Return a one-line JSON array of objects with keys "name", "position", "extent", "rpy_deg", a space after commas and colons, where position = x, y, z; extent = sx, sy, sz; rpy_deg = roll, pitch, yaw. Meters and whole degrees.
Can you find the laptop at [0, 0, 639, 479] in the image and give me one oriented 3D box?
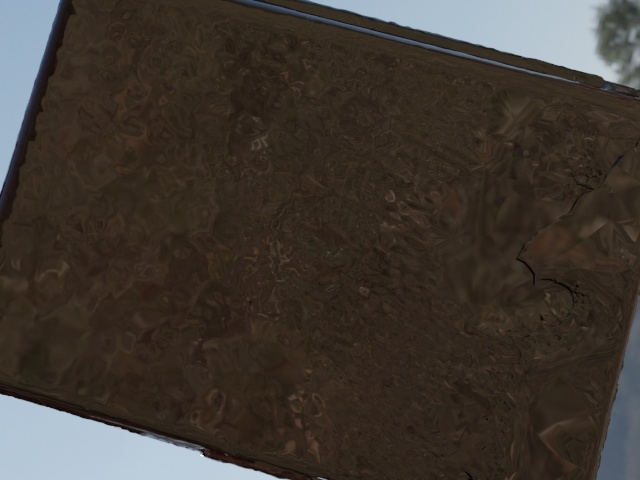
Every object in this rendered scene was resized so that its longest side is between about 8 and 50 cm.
[{"name": "laptop", "position": [0.000, 0.000, 0.441], "extent": [0.026, 0.207, 0.154], "rpy_deg": [85, -161, -83]}]
